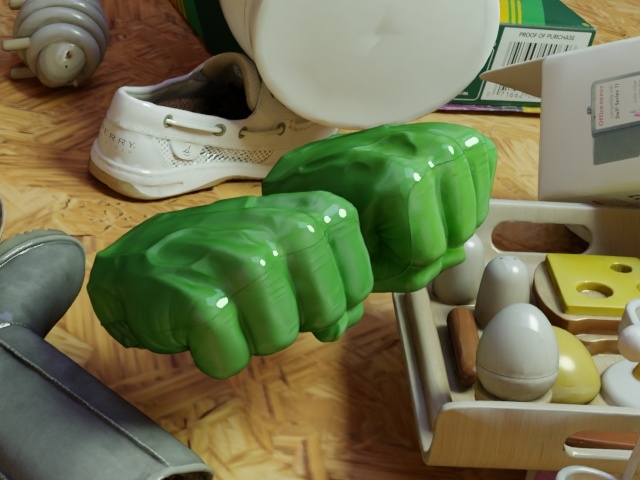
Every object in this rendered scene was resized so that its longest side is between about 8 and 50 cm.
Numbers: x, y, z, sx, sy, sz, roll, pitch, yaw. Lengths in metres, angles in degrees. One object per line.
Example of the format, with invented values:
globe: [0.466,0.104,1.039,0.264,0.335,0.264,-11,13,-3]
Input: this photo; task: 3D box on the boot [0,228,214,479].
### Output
boot: [-0.146,0.086,0.939,0.208,0.076,0.189,24,42,28]

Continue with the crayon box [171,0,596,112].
crayon box: [0.044,-0.251,1.618,0.363,0.106,0.313,0,33,-27]

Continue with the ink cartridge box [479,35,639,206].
ink cartridge box: [0.304,-0.077,1.163,0.207,0.119,0.353,11,-11,-40]

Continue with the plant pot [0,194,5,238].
plant pot: [-0.305,0.018,0.952,0.236,0.032,0.236,-5,31,3]

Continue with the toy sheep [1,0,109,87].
toy sheep: [-0.227,-0.181,1.369,0.091,0.091,0.132,9,47,-14]

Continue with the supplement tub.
supplement tub: [0.020,-0.262,1.307,0.228,0.228,0.316,7,41,-17]

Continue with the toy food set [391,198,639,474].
toy food set: [0.165,0.046,1.000,0.219,0.092,0.306,3,25,-3]

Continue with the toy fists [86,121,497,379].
toy fists: [0.000,0.000,0.959,0.142,0.096,0.279,-7,15,47]

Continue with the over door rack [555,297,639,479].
over door rack: [0.261,0.197,0.785,0.324,0.239,0.108,23,26,14]

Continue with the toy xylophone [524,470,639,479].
toy xylophone: [0.250,0.105,1.110,0.322,0.081,0.236,-13,30,-42]

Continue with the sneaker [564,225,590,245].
sneaker: [0.324,-0.043,1.385,0.279,0.118,0.107,2,31,-27]

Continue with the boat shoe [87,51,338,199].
boat shoe: [-0.070,-0.108,1.309,0.098,0.096,0.277,32,31,27]
